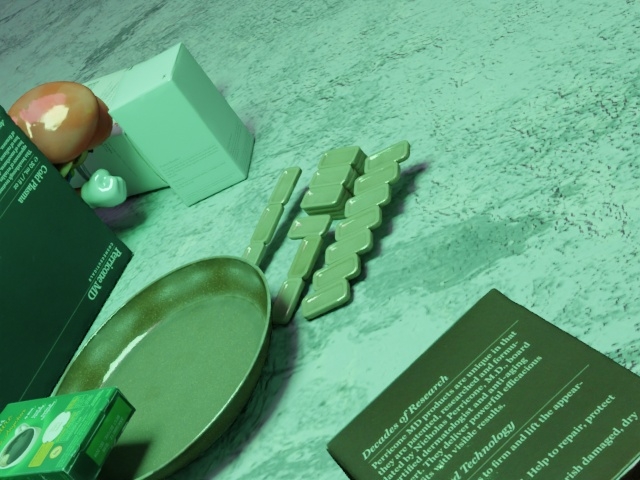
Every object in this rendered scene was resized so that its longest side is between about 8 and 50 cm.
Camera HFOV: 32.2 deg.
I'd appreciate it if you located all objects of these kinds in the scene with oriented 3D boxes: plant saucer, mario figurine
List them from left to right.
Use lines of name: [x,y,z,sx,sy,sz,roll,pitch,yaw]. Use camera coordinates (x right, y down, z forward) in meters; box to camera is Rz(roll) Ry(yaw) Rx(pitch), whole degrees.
mario figurine: [-0.371,-0.109,1.578,0.320,0.198,0.170,-49,22,46]
plant saucer: [-0.168,0.148,1.189,0.311,0.050,0.310,-27,35,20]

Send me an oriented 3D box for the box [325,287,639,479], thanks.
box: [0.146,0.171,0.722,0.167,0.168,0.203,-43,30,-8]

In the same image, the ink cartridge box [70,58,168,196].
ink cartridge box: [-0.319,-0.163,1.717,0.283,0.117,0.207,-11,39,38]

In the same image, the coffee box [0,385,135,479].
coffee box: [-0.285,0.212,1.143,0.184,0.040,0.113,-14,33,35]

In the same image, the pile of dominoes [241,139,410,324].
pile of dominoes: [0.000,0.000,1.265,0.196,0.040,0.251,-6,51,42]

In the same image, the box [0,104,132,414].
box: [-0.455,0.044,1.384,0.179,0.312,0.343,-13,37,36]

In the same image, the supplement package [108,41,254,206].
supplement package: [-0.185,-0.157,1.507,0.105,0.179,0.105,-23,33,22]
